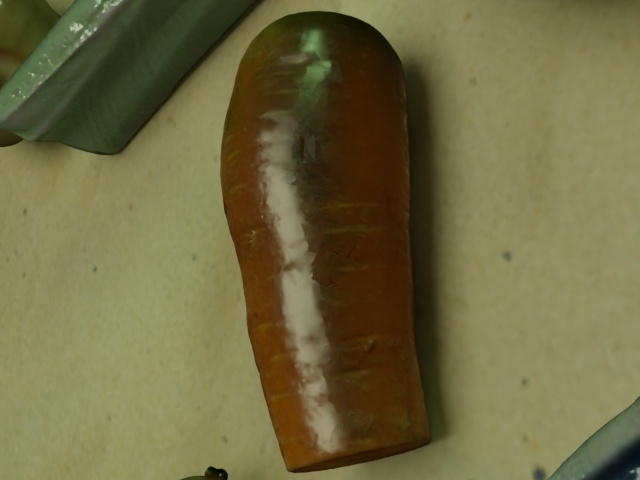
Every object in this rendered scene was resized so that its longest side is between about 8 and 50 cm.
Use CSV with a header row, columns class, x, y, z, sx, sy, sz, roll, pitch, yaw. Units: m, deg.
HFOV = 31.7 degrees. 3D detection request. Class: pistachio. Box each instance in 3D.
class,x,y,z,sx,sy,sz,roll,pitch,yaw
pistachio,-0.209,-0.117,0.687,0.149,0.113,0.113,36,106,47

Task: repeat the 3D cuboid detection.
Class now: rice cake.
class,x,y,z,sx,sy,sz,roll,pitch,yaw
rice cake,-0.082,-0.124,0.584,0.222,0.080,0.042,-40,54,30

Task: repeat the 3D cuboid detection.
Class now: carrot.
class,x,y,z,sx,sy,sz,roll,pitch,yaw
carrot,0.000,0.000,0.480,0.087,0.087,0.193,-13,72,41

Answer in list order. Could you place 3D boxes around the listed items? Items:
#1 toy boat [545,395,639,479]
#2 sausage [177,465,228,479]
class,x,y,z,sx,sy,sz,roll,pitch,yaw
toy boat,0.073,0.187,0.336,0.129,0.142,0.309,18,95,45
sausage,-0.137,0.182,0.581,0.264,0.083,0.083,-26,65,39
